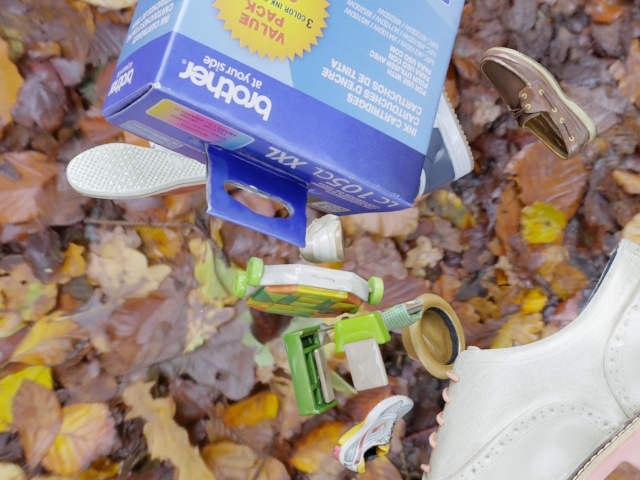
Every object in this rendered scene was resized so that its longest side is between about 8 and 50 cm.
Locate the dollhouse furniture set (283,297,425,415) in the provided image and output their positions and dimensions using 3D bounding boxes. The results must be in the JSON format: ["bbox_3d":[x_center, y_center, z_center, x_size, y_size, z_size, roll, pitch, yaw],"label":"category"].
[{"bbox_3d":[0.089,0.215,1.537,0.198,0.301,0.151,-16,85,22],"label":"dollhouse furniture set"}]

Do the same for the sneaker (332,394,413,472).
[{"bbox_3d":[0.135,0.442,1.827,0.225,0.088,0.093,-39,55,-24],"label":"sneaker"}]

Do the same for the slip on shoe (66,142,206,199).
[{"bbox_3d":[-0.354,-0.133,1.640,0.331,0.101,0.123,-10,71,-36],"label":"slip on shoe"}]

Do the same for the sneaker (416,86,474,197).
[{"bbox_3d":[0.075,-0.166,1.015,0.153,0.099,0.282,-32,115,-4],"label":"sneaker"}]

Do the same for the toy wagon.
[{"bbox_3d":[-0.041,0.109,1.641,0.267,0.344,0.068,10,72,-16],"label":"toy wagon"}]

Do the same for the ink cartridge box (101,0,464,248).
[{"bbox_3d":[-0.022,-0.193,0.747,0.270,0.151,0.395,21,78,-28],"label":"ink cartridge box"}]

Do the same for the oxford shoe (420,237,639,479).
[{"bbox_3d":[0.131,0.163,0.611,0.397,0.140,0.146,-40,76,0],"label":"oxford shoe"}]

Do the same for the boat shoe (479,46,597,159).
[{"bbox_3d":[0.271,-0.174,1.023,0.178,0.064,0.060,42,66,1],"label":"boat shoe"}]

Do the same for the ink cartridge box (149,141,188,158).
[{"bbox_3d":[-0.173,-0.199,1.326,0.218,0.158,0.092,9,123,-27],"label":"ink cartridge box"}]

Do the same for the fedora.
[{"bbox_3d":[0.240,0.217,1.783,0.194,0.079,0.194,16,64,-38],"label":"fedora"}]

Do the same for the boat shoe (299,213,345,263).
[{"bbox_3d":[0.000,0.000,1.721,0.098,0.302,0.109,-8,95,1],"label":"boat shoe"}]
